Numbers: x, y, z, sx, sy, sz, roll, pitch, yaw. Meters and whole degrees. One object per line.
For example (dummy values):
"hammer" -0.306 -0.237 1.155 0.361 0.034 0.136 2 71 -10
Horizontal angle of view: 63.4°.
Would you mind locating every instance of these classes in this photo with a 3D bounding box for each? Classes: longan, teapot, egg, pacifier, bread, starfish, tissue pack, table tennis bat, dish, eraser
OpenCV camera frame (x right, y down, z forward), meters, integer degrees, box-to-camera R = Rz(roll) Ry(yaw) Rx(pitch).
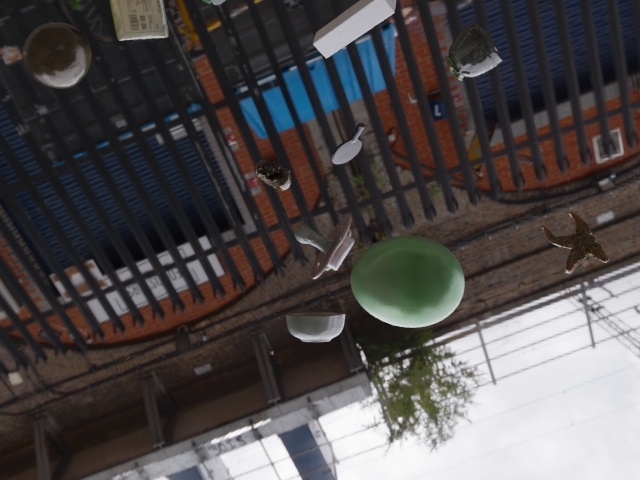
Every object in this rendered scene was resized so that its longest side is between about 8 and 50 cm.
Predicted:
"longan" -0.743 -0.524 1.470 0.187 0.167 0.167 -42 -162 10
"teapot" 0.284 -0.347 0.978 0.091 0.092 0.124 -34 173 28
"egg" 0.206 0.096 1.246 0.270 0.220 0.220 6 -150 17
"pacifier" 0.027 0.018 2.340 0.220 0.273 0.332 39 -78 42
"bread" -0.132 -0.187 1.469 0.060 0.113 0.082 -61 179 -5
"starfish" 0.781 0.007 1.605 0.138 0.050 0.247 -12 -143 7
"tissue pack" -0.565 -0.745 1.596 0.159 0.234 0.125 -10 -149 -13
"table tennis bat" 0.128 -0.410 2.226 0.150 0.027 0.236 -16 152 -35
"dish" -0.021 0.370 2.227 0.257 0.117 0.256 0 176 0
"eraser" 0.112 -0.740 1.762 0.298 0.076 0.078 -21 -137 37

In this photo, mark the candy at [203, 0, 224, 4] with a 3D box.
"candy" -0.194 -0.746 1.451 0.324 0.096 0.097 -23 -160 -12

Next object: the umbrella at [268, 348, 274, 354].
"umbrella" -0.189 0.433 2.000 0.022 0.022 0.148 -14 162 -10
